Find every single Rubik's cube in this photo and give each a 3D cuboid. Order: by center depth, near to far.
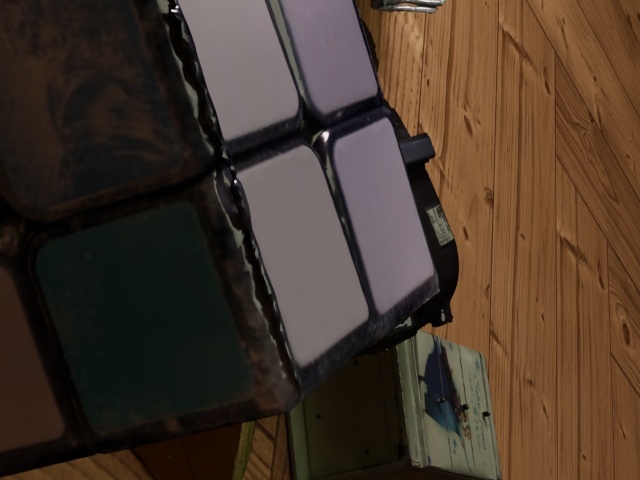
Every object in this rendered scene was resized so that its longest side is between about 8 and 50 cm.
[{"bbox_3d":[-0.134,-0.039,1.086,0.313,0.318,0.316,-31,106,-64],"label":"Rubik's cube"}]

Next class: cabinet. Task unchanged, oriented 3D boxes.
[{"bbox_3d":[0.076,0.183,1.596,0.206,0.150,0.145,24,55,-58],"label":"cabinet"}]

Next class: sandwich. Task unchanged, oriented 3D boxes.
[{"bbox_3d":[-0.066,0.160,1.323,0.187,0.144,0.117,57,33,-32],"label":"sandwich"}]

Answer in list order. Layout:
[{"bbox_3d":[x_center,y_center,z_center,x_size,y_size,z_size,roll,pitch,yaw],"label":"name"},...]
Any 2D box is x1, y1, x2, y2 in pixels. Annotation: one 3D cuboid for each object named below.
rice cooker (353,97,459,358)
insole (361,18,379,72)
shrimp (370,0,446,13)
[{"bbox_3d":[0.000,0.000,1.423,0.267,0.267,0.224,-20,90,-65],"label":"rice cooker"},{"bbox_3d":[0.019,-0.193,1.853,0.111,0.007,0.328,63,27,-21],"label":"insole"},{"bbox_3d":[0.055,-0.357,1.863,0.410,0.166,0.221,-33,92,-51],"label":"shrimp"}]
